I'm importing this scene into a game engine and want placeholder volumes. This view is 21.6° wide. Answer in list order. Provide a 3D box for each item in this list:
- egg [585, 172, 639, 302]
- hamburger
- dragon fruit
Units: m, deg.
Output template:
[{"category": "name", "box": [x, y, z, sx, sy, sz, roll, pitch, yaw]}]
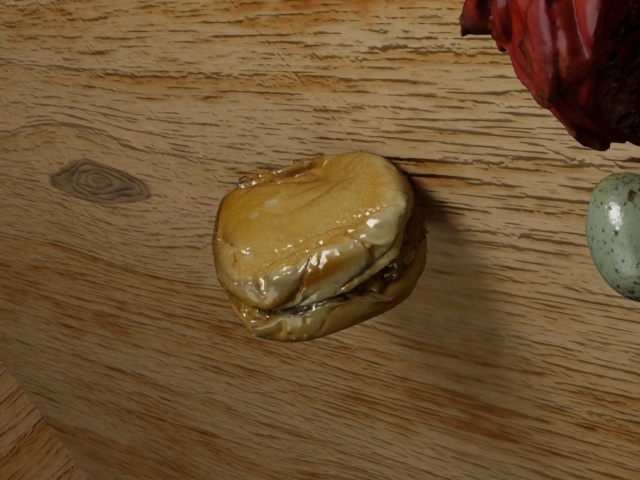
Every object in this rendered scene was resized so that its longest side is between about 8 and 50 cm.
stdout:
[{"category": "egg", "box": [0.251, -0.003, 1.321, 0.110, 0.085, 0.085, 54, 155, -6]}, {"category": "hamburger", "box": [0.001, 0.001, 1.593, 0.214, 0.214, 0.108, 23, 143, 42]}, {"category": "dragon fruit", "box": [0.144, -0.184, 1.138, 0.205, 0.152, 0.317, 34, 153, 29]}]
